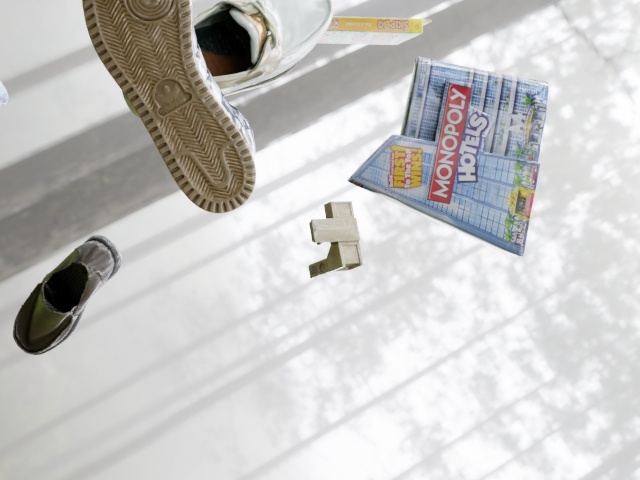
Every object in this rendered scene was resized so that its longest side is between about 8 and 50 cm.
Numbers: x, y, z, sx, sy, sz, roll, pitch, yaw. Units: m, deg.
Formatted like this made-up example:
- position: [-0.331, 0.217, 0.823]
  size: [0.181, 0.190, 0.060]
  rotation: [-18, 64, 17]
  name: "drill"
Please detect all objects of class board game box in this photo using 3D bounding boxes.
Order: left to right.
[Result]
- position: [0.073, -0.401, 2.536]
  size: [0.124, 0.259, 0.039]
  rotation: [173, -88, -69]
  name: "board game box"
- position: [0.133, -0.094, 1.405]
  size: [0.060, 0.194, 0.194]
  rotation: [157, -56, -86]
  name: "board game box"

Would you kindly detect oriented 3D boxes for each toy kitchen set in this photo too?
- position: [0.000, 0.000, 1.656]
  size: [0.075, 0.068, 0.083]
  rotation: [-23, -107, 53]
  name: "toy kitchen set"

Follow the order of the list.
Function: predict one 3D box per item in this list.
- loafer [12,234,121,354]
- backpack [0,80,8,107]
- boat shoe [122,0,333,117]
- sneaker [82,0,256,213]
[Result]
- position: [-0.359, 0.078, 1.798]
  size: [0.080, 0.078, 0.220]
  rotation: [43, -63, 6]
  name: "loafer"
- position: [-0.558, -0.207, 1.777]
  size: [0.225, 0.191, 0.253]
  rotation: [56, 19, -3]
  name: "backpack"
- position: [-0.094, -0.237, 1.606]
  size: [0.113, 0.302, 0.103]
  rotation: [57, -27, -5]
  name: "boat shoe"
- position: [-0.143, -0.160, 1.280]
  size: [0.153, 0.099, 0.282]
  rotation: [-98, 164, -85]
  name: "sneaker"
